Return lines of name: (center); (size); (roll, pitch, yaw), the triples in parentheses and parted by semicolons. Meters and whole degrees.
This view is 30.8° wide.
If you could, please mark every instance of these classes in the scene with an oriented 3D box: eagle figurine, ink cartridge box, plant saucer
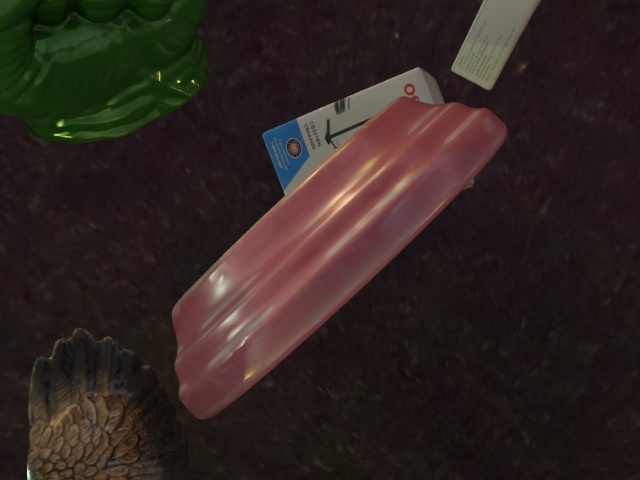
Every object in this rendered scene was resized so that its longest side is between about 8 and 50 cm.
eagle figurine: (-0.210, 0.231, 0.834); (0.225, 0.226, 0.298); (9, 98, -14)
ink cartridge box: (0.279, -0.367, 1.441); (0.066, 0.296, 0.261); (29, 61, 4)
plant saucer: (0.000, 0.000, 0.917); (0.332, 0.332, 0.084); (-44, 91, -5)
ink cartridge box: (0.057, -0.096, 1.358); (0.203, 0.086, 0.148); (-22, 85, 15)

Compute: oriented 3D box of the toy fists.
toy fists: (-0.184, -0.092, 0.556); (0.279, 0.142, 0.096); (-23, 47, -7)
